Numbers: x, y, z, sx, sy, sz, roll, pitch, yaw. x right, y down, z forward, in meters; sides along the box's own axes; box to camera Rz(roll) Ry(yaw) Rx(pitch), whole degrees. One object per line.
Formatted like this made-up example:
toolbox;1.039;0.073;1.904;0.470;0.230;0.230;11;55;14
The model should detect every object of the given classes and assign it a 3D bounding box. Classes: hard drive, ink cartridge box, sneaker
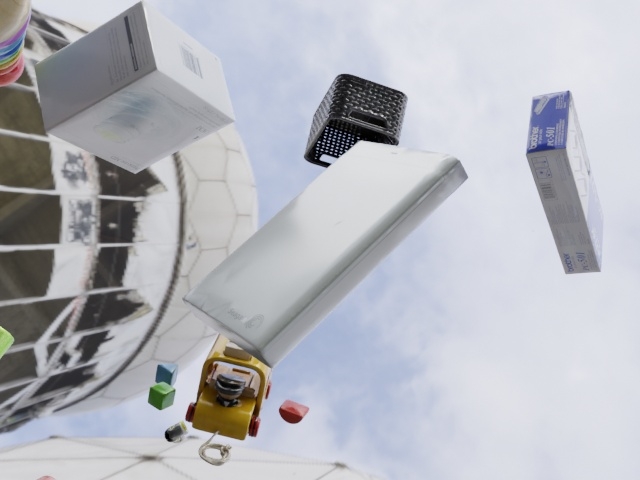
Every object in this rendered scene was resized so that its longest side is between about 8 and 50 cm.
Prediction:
hard drive;0.000;0.000;0.914;0.307;0.203;0.040;-43;-60;-17
ink cartridge box;0.287;-0.062;0.914;0.046;0.207;0.097;-6;-134;27
sneaker;-0.245;0.321;1.312;0.035;0.083;0.031;-19;-110;-28

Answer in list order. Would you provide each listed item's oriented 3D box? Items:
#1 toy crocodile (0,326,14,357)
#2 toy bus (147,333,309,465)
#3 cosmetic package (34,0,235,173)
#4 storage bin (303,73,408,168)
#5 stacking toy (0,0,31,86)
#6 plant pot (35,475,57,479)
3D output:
toy crocodile;-0.354;0.009;0.514;0.340;0.105;0.115;28;-120;14
toy bus;-0.118;0.188;1.075;0.202;0.191;0.104;31;-64;42
cosmetic package;-0.301;-0.241;1.299;0.225;0.224;0.138;-23;-112;20
storage bin;0.055;-0.183;1.289;0.122;0.180;0.084;17;-111;-10
stacking toy;-0.506;-0.313;1.208;0.141;0.330;0.141;2;-98;-15
plant pot;-0.504;0.548;1.242;0.275;0.243;0.275;21;-62;46
